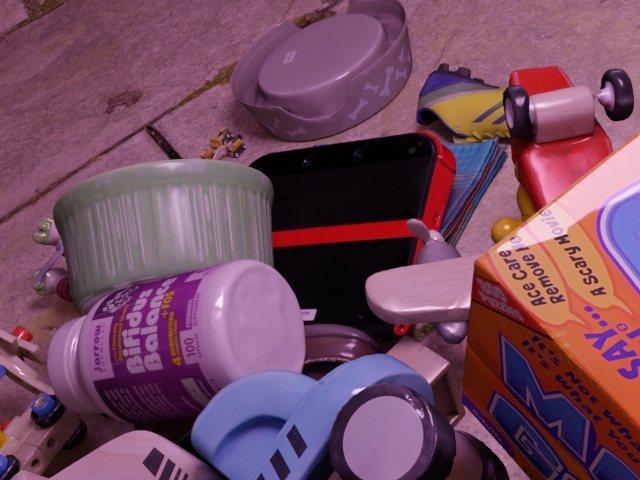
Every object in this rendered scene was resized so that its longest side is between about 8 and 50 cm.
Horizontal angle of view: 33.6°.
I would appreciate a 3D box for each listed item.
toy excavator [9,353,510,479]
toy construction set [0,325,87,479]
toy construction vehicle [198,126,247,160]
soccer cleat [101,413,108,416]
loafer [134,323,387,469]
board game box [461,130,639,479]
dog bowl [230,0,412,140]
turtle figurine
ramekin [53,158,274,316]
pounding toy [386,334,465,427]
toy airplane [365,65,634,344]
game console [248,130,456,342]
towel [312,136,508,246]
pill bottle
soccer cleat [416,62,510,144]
[{"bbox_3d":[-0.095,0.265,1.114,0.445,0.222,0.433,33,86,37],"label":"toy excavator"},{"bbox_3d":[-0.459,0.282,1.490,0.215,0.151,0.328,5,63,41],"label":"toy construction set"},{"bbox_3d":[-0.187,-0.175,1.972,0.086,0.035,0.098,17,55,46],"label":"toy construction vehicle"},{"bbox_3d":[-0.197,0.160,1.504,0.318,0.109,0.116,-16,33,21],"label":"soccer cleat"},{"bbox_3d":[-0.074,0.225,1.330,0.365,0.134,0.130,-26,38,21],"label":"loafer"},{"bbox_3d":[0.366,0.104,0.853,0.356,0.356,0.356,-37,67,-11],"label":"board game box"},{"bbox_3d":[0.011,-0.316,1.955,0.348,0.102,0.349,-19,36,14],"label":"dog bowl"},{"bbox_3d":[-0.404,0.068,1.677,0.274,0.198,0.266,-40,36,-22],"label":"turtle figurine"},{"bbox_3d":[-0.204,0.015,1.445,0.303,0.303,0.148,-15,73,18],"label":"ramekin"},{"bbox_3d":[0.103,0.184,1.257,0.141,0.130,0.100,-43,50,-19],"label":"pounding toy"},{"bbox_3d":[0.303,0.024,1.236,0.386,0.272,0.384,33,74,12],"label":"toy airplane"},{"bbox_3d":[0.000,0.000,1.560,0.386,0.060,0.342,-5,56,36],"label":"game console"},{"bbox_3d":[0.076,-0.064,1.648,0.370,0.040,0.271,3,45,37],"label":"towel"},{"bbox_3d":[-0.181,0.130,1.268,0.301,0.169,0.169,-15,36,33],"label":"pill bottle"},{"bbox_3d":[0.268,-0.192,1.658,0.289,0.093,0.121,26,92,45],"label":"soccer cleat"}]
